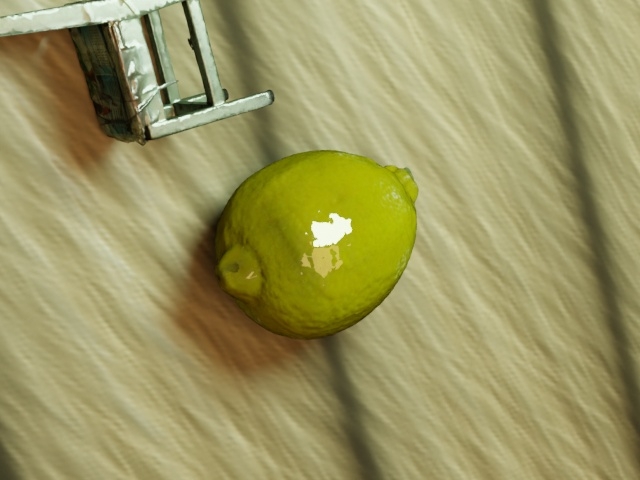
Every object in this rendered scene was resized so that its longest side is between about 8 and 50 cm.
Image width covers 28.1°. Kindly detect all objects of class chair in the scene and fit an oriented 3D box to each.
[{"bbox_3d":[-0.199,-0.159,1.192,0.271,0.136,0.147,-19,105,-25],"label":"chair"}]

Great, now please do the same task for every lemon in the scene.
[{"bbox_3d":[0.000,0.000,1.296,0.248,0.184,0.184,-28,110,-26],"label":"lemon"}]
